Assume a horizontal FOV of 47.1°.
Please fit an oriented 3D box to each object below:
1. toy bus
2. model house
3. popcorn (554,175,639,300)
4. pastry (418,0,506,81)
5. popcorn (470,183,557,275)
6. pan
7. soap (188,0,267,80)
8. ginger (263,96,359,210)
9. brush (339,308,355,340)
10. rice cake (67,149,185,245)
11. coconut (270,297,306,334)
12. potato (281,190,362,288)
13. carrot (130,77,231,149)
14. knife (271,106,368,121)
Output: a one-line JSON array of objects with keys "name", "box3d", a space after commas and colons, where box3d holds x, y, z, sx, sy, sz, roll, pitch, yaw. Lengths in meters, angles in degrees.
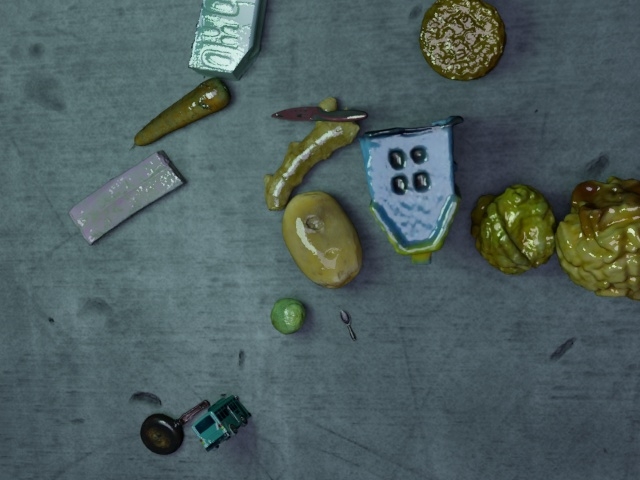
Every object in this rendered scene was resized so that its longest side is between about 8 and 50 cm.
[{"name": "toy bus", "box3d": [-0.240, 0.440, 1.788, 0.079, 0.160, 0.092, -39, 84, 14]}, {"name": "model house", "box3d": [0.201, -0.110, 1.579, 0.215, 0.237, 0.303, -3, 100, 9]}, {"name": "popcorn", "box3d": [0.620, 0.005, 1.540, 0.225, 0.265, 0.332, -25, 136, 29]}, {"name": "pastry", "box3d": [0.304, -0.432, 1.574, 0.188, 0.103, 0.189, 1, 100, 9]}, {"name": "popcorn", "box3d": [0.424, -0.022, 1.611, 0.197, 0.155, 0.198, 0, 88, -8]}, {"name": "pan", "box3d": [-0.368, 0.472, 1.871, 0.212, 0.040, 0.115, -34, 99, 13]}, {"name": "soap", "box3d": [-0.209, -0.474, 1.652, 0.145, 0.091, 0.231, 11, 100, 7]}, {"name": "ginger", "box3d": [-0.032, -0.186, 1.688, 0.118, 0.065, 0.299, 43, 101, 18]}, {"name": "brush", "box3d": [0.067, 0.205, 1.772, 0.024, 0.008, 0.083, -21, 96, 8]}, {"name": "rice cake", "box3d": [-0.472, -0.106, 1.777, 0.298, 0.050, 0.106, -32, 95, 13]}, {"name": "coconut", "box3d": [-0.078, 0.180, 1.753, 0.087, 0.096, 0.088, 6, 76, -24]}, {"name": "potato", "box3d": [0.000, 0.000, 1.681, 0.150, 0.146, 0.234, -22, 82, -31]}, {"name": "carrot", "box3d": [-0.341, -0.284, 1.720, 0.298, 0.078, 0.078, -28, 95, 18]}, {"name": "knife", "box3d": [-0.006, -0.284, 1.646, 0.247, 0.018, 0.035, 6, 84, 28]}]
